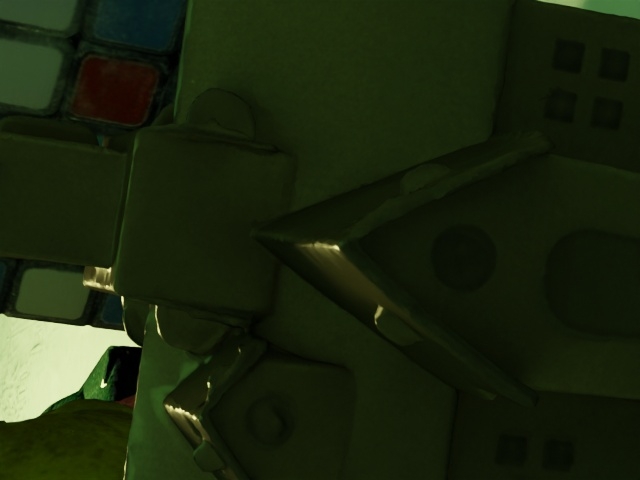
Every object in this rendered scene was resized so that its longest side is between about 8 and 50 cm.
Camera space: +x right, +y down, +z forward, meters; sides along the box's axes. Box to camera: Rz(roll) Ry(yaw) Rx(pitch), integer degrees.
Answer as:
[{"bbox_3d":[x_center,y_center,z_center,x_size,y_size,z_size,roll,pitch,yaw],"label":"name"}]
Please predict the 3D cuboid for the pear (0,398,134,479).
[{"bbox_3d":[-0.101,0.224,0.714,0.253,0.253,0.307,-41,65,64],"label":"pear"}]

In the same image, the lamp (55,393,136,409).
[{"bbox_3d":[-0.147,0.153,0.896,0.118,0.253,0.118,12,104,58],"label":"lamp"}]

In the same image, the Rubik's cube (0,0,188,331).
[{"bbox_3d":[-0.148,-0.139,0.972,0.292,0.287,0.293,-101,26,-47],"label":"Rubik's cube"}]

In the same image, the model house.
[{"bbox_3d":[0.000,0.000,0.525,0.204,0.243,0.211,-177,95,-73],"label":"model house"}]

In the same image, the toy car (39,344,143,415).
[{"bbox_3d":[-0.203,0.201,1.308,0.321,0.097,0.141,129,145,-58],"label":"toy car"}]
